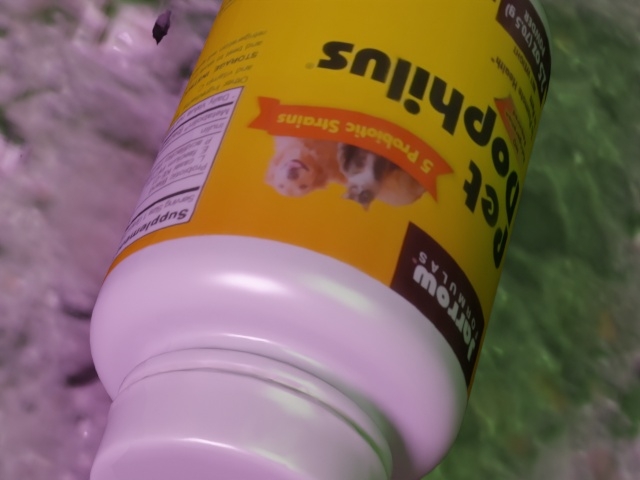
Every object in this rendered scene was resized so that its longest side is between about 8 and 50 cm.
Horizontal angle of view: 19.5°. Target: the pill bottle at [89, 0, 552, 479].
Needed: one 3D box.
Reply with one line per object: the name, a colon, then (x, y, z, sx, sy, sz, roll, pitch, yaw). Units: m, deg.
pill bottle: (0.000, 0.000, 0.592, 0.117, 0.117, 0.215, 29, 51, -14)
